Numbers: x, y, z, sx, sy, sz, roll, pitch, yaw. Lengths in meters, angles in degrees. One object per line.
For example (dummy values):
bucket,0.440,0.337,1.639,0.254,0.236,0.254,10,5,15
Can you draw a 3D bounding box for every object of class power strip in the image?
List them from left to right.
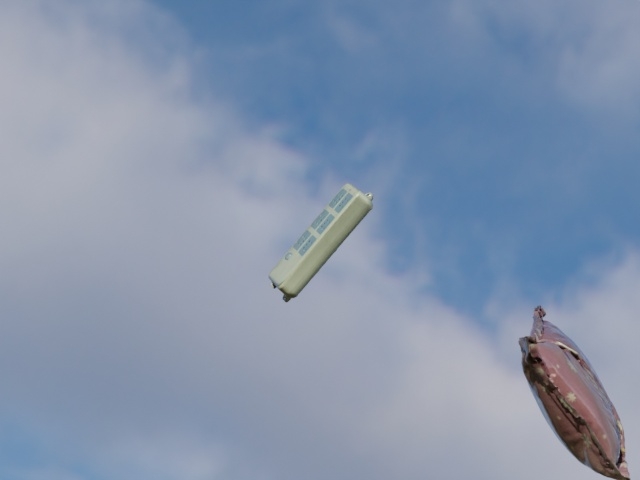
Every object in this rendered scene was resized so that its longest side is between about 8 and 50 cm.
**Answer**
power strip,0.000,0.000,1.147,0.016,0.090,0.040,41,1,-16

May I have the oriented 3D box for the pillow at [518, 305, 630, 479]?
pillow,0.170,0.104,1.200,0.043,0.185,0.118,-34,-93,7
